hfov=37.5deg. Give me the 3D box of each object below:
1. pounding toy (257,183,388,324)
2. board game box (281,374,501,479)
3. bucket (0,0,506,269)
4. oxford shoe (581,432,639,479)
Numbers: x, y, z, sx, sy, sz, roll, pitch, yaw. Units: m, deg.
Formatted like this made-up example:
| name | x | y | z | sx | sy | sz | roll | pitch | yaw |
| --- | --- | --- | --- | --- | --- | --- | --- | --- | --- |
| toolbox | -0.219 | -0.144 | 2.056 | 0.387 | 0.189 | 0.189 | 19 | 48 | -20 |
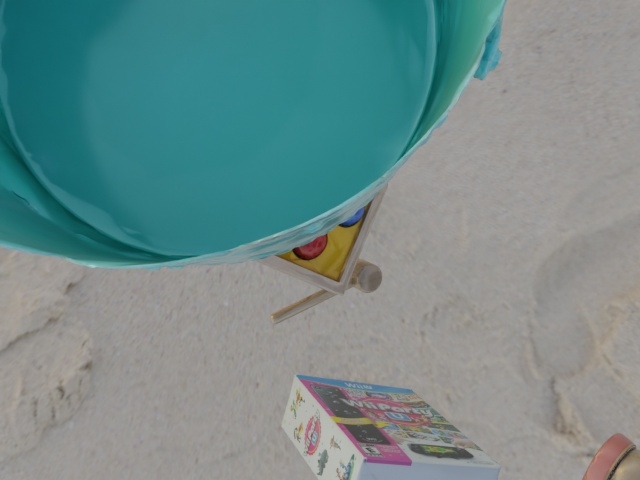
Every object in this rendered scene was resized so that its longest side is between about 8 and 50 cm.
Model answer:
| name | x | y | z | sx | sy | sz | roll | pitch | yaw |
| --- | --- | --- | --- | --- | --- | --- | --- | --- | --- |
| pounding toy | 0.001 | 0.011 | 0.977 | 0.206 | 0.094 | 0.181 | 24 | 86 | -34 |
| board game box | 0.095 | 0.311 | 1.429 | 0.224 | 0.303 | 0.098 | 10 | 99 | -22 |
| bucket | -0.060 | -0.116 | 0.400 | 0.281 | 0.183 | 0.281 | 0 | 85 | 3 |
| oxford shoe | 0.420 | 0.448 | 1.350 | 0.123 | 0.130 | 0.348 | -25 | 132 | -39 |
